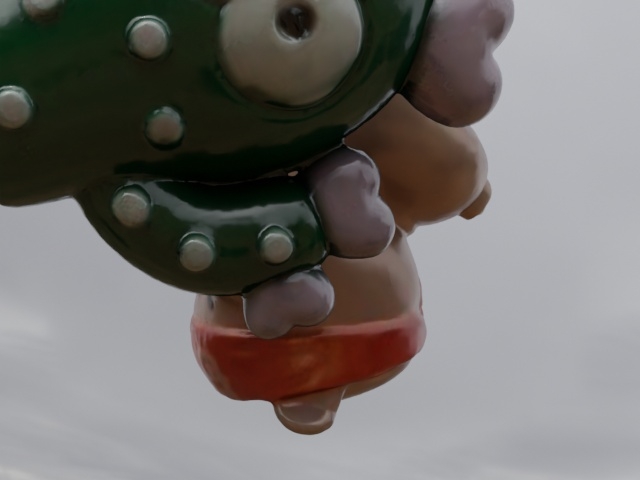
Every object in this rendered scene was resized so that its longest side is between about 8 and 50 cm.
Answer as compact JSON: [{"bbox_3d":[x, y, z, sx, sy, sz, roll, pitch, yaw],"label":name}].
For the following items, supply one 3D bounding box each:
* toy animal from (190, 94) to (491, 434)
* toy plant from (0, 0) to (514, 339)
[{"bbox_3d":[0.000,0.000,0.560,0.171,0.197,0.171,29,-5,3],"label":"toy animal"},{"bbox_3d":[-0.039,-0.096,0.427,0.233,0.243,0.112,39,-3,-11],"label":"toy plant"}]
